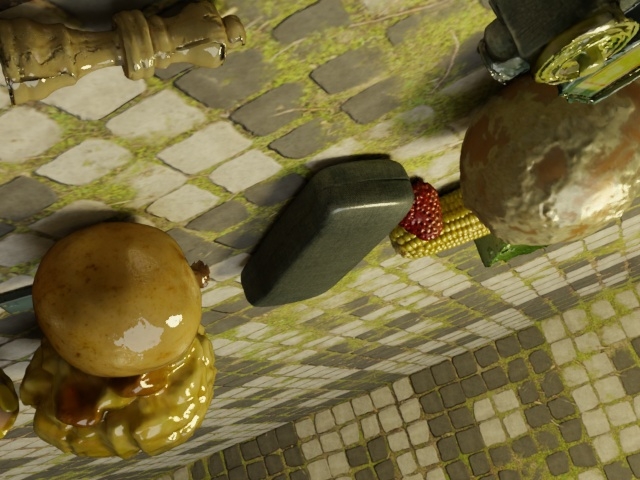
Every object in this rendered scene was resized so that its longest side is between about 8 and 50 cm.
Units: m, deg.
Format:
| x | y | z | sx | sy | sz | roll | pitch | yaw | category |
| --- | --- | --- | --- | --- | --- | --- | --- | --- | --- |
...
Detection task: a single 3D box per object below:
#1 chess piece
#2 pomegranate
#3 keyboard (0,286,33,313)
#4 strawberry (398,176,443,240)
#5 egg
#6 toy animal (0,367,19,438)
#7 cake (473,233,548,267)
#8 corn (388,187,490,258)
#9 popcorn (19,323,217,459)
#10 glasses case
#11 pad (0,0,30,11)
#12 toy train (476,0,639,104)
| x | y | z | sx | sy | sz | roll | pitch | yaw | category |
| --- | --- | --- | --- | --- | --- | --- | --- | --- | --- |
| -0.135 | -0.136 | 0.539 | 0.172 | 0.060 | 0.060 | -14 | 160 | -20 | chess piece |
| -0.212 | 0.063 | 0.850 | 0.196 | 0.196 | 0.196 | -18 | 161 | -6 | pomegranate |
| -0.310 | 0.057 | 0.964 | 0.176 | 0.014 | 0.055 | -16 | 162 | -9 | keyboard |
| 0.132 | -0.039 | 1.037 | 0.073 | 0.083 | 0.073 | -24 | 158 | -11 | strawberry |
| 0.259 | -0.096 | 0.837 | 0.233 | 0.195 | 0.195 | -46 | 151 | 24 | egg |
| -0.521 | 0.241 | 1.095 | 0.230 | 0.156 | 0.156 | -21 | 164 | 37 | toy animal |
| 0.355 | -0.048 | 1.194 | 0.235 | 0.100 | 0.099 | -19 | 162 | -1 | cake |
| 0.217 | -0.041 | 1.112 | 0.249 | 0.081 | 0.081 | -22 | 161 | 10 | corn |
| -0.286 | 0.203 | 1.099 | 0.265 | 0.225 | 0.332 | -19 | 174 | -18 | popcorn |
| 0.000 | 0.000 | 1.018 | 0.131 | 0.074 | 0.323 | -10 | 159 | -29 | glasses case |
| -0.240 | -0.196 | 0.347 | 0.220 | 0.004 | 0.330 | -19 | 161 | -1 | pad |
| 0.241 | -0.216 | 0.583 | 0.261 | 0.134 | 0.177 | -34 | 165 | 37 | toy train |
